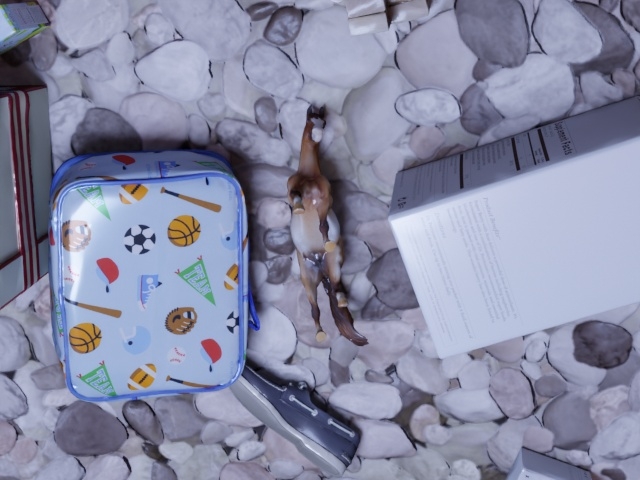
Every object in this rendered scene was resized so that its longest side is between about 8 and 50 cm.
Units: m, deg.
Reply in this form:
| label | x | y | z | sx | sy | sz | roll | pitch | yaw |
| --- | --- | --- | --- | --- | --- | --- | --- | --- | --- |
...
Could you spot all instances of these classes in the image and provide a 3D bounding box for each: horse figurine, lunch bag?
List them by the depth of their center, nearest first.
| label | x | y | z | sx | sy | sz | roll | pitch | yaw |
| --- | --- | --- | --- | --- | --- | --- | --- | --- | --- |
| horse figurine | 0.000 | 0.000 | 1.284 | 0.066 | 0.174 | 0.263 | -11 | 122 | 2 |
| lunch bag | -0.194 | 0.046 | 1.314 | 0.243 | 0.115 | 0.303 | -5 | 113 | -16 |

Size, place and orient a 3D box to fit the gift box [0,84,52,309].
| label | x | y | z | sx | sy | sz | roll | pitch | yaw |
| --- | --- | --- | --- | --- | --- | --- | --- | --- | --- |
| gift box | -0.455 | -0.041 | 1.267 | 0.276 | 0.255 | 0.258 | 0 | 102 | 10 |

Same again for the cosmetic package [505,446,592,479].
| label | x | y | z | sx | sy | sz | roll | pitch | yaw |
| --- | --- | --- | --- | --- | --- | --- | --- | --- | --- |
| cosmetic package | 0.258 | 0.390 | 1.436 | 0.099 | 0.060 | 0.239 | 20 | 111 | -3 |

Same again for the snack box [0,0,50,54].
| label | x | y | z | sx | sy | sz | roll | pitch | yaw |
| --- | --- | --- | --- | --- | --- | --- | --- | --- | --- |
| snack box | -0.389 | -0.222 | 1.261 | 0.141 | 0.100 | 0.037 | -26 | 98 | 15 |

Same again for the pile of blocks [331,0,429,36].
| label | x | y | z | sx | sy | sz | roll | pitch | yaw |
| --- | --- | --- | --- | --- | --- | --- | --- | --- | --- |
| pile of blocks | -0.040 | -0.333 | 1.174 | 0.362 | 0.112 | 0.149 | 24 | 111 | -3 |

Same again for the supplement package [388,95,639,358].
| label | x | y | z | sx | sy | sz | roll | pitch | yaw |
| --- | --- | --- | --- | --- | --- | --- | --- | --- | --- |
| supplement package | 0.243 | -0.018 | 1.224 | 0.293 | 0.175 | 0.177 | -17 | 106 | 13 |

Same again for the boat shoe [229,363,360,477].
| label | x | y | z | sx | sy | sz | roll | pitch | yaw |
| --- | --- | --- | --- | --- | --- | --- | --- | --- | --- |
| boat shoe | -0.036 | 0.213 | 1.417 | 0.206 | 0.075 | 0.065 | 41 | 67 | -3 |
